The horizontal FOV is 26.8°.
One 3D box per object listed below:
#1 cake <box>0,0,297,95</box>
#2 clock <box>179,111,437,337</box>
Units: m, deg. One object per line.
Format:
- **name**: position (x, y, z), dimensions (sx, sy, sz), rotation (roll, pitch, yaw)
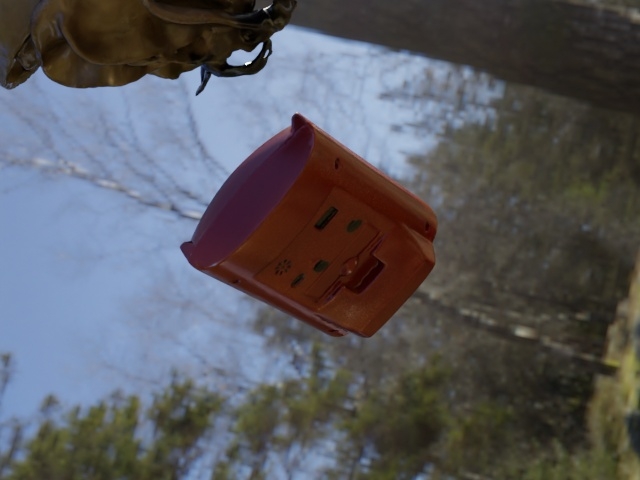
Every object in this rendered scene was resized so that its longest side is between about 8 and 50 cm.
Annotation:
- **cake**: position (-0.191, -0.255, 1.300), dimensions (0.332, 0.321, 0.332), rotation (-51, 6, 7)
- **clock**: position (0.000, 0.000, 0.840), dimensions (0.113, 0.061, 0.155), rotation (-48, -41, 10)
